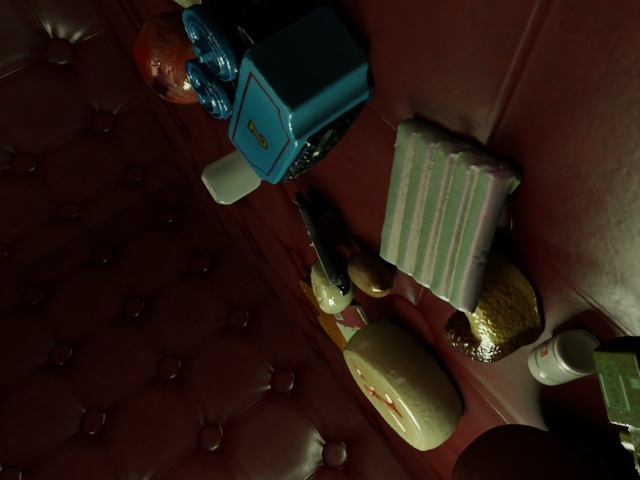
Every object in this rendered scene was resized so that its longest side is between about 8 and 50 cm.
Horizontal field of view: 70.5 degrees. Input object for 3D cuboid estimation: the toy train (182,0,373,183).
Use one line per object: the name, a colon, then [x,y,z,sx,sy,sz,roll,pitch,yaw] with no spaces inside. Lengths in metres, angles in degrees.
toy train: [-0.072,-0.237,0.707,0.265,0.188,0.300,52,163,-3]

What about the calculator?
calculator: [0.000,0.000,1.084,0.268,0.040,0.177,63,-176,25]

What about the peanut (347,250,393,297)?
peanut: [0.104,0.071,0.994,0.152,0.076,0.076,42,160,53]

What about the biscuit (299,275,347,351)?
biscuit: [0.032,0.260,1.608,0.262,0.052,0.277,41,156,39]

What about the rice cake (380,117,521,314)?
rice cake: [0.151,-0.032,0.582,0.189,0.037,0.198,41,131,41]

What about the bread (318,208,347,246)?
bread: [0.030,-0.029,1.066,0.036,0.047,0.083,-13,117,40]

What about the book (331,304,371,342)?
book: [0.120,0.291,1.403,0.162,0.022,0.232,-6,119,55]

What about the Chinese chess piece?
Chinese chess piece: [0.204,0.363,1.161,0.338,0.140,0.338,49,163,20]

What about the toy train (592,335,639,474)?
toy train: [0.350,0.151,0.376,0.225,0.090,0.137,147,115,-69]

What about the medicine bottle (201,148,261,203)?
medicine bottle: [-0.222,-0.184,1.229,0.119,0.183,0.069,59,165,-13]

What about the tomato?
tomato: [-0.335,-0.427,1.073,0.208,0.184,0.208,51,164,21]

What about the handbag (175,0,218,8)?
handbag: [-0.213,-0.497,0.738,0.315,0.109,0.241,36,140,28]

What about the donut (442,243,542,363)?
donut: [0.233,0.101,0.656,0.141,0.085,0.217,33,151,54]

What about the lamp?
lamp: [0.341,0.428,0.681,0.303,0.257,0.303,48,163,20]

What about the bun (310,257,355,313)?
bun: [0.035,0.115,1.237,0.188,0.110,0.164,110,141,-74]

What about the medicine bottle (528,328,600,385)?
medicine bottle: [0.311,0.151,0.580,0.057,0.057,0.089,49,163,21]
